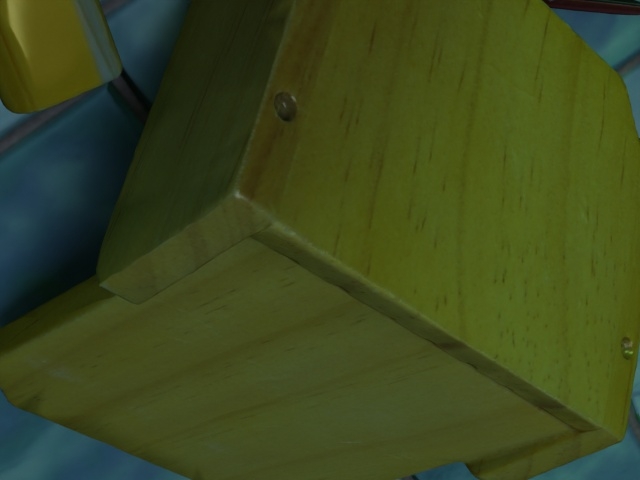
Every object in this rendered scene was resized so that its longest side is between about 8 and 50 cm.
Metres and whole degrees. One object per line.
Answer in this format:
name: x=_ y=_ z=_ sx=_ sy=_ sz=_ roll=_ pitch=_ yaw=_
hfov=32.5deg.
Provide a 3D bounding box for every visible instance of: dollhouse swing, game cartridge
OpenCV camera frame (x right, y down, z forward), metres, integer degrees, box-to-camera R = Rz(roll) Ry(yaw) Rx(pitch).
dollhouse swing: x=0.000 y=0.000 z=0.756 sx=0.347 sy=0.305 sz=0.315 roll=31 pitch=63 yaw=-34
game cartridge: x=-0.181 y=-0.239 z=0.423 sx=0.053 sy=0.285 sz=0.323 roll=-25 pitch=123 yaw=-10

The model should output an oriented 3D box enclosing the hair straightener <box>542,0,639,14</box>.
hair straightener: x=0.130 y=-0.202 z=0.733 sx=0.231 sy=0.047 sz=0.089 roll=1 pitch=116 yaw=-19
